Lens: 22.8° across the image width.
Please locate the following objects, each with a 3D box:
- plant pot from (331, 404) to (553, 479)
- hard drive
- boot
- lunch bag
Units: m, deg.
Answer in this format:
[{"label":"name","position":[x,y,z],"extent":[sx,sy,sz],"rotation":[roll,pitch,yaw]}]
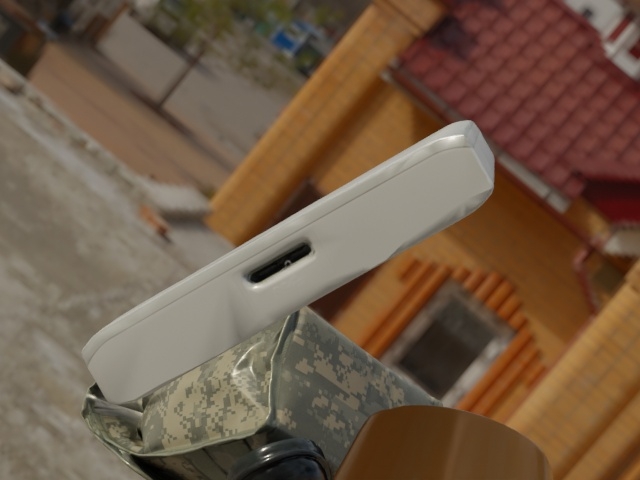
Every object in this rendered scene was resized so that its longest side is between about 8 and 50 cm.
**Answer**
[{"label":"plant pot","position":[0.065,0.214,0.986],"extent":[0.205,0.188,0.205],"rotation":[13,-31,8]},{"label":"hard drive","position":[0.000,0.000,0.989],"extent":[0.047,0.233,0.353],"rotation":[60,8,-1]},{"label":"boot","position":[-0.003,0.311,1.377],"extent":[0.246,0.094,0.207],"rotation":[89,-21,-53]},{"label":"lunch bag","position":[-0.068,0.197,1.558],"extent":[0.235,0.287,0.169],"rotation":[38,49,-35]}]
